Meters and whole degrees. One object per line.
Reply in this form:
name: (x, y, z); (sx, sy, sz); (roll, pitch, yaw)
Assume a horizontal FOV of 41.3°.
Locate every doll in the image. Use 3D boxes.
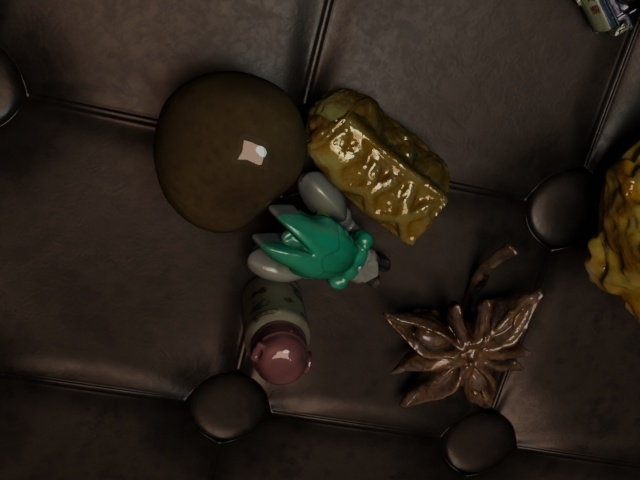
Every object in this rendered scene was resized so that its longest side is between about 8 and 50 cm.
doll: (-0.014, 0.015, 1.401); (0.195, 0.153, 0.258); (-41, 130, -10)

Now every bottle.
bottle: (-0.072, 0.147, 1.383); (0.110, 0.233, 0.110); (-3, 113, -7)

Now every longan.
longan: (-0.132, -0.136, 1.260); (0.215, 0.246, 0.246); (-28, 119, -35)

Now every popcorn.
popcorn: (0.627, -0.020, 1.375); (0.354, 0.344, 0.390); (23, 84, -58)

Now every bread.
bread: (0.086, -0.126, 1.348); (0.268, 0.130, 0.152); (38, 60, -20)

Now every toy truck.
toy truck: (0.425, -0.412, 1.314); (0.088, 0.074, 0.201); (-30, 114, 14)

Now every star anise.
star anise: (0.259, 0.172, 1.512); (0.292, 0.109, 0.349); (-20, 124, -7)
